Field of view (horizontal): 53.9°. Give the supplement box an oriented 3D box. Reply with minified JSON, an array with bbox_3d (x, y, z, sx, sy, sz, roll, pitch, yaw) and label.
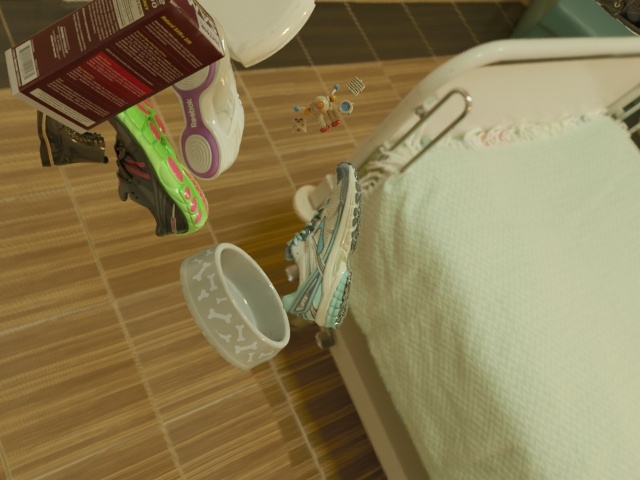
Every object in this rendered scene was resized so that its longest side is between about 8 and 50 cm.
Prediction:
[{"bbox_3d":[-0.261,-0.239,0.809,0.130,0.239,0.073,35,34,-66],"label":"supplement box"}]

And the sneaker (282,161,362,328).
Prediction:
[{"bbox_3d":[0.000,0.000,1.061,0.122,0.110,0.282,9,83,8],"label":"sneaker"}]

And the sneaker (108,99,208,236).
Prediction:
[{"bbox_3d":[-0.500,-0.212,1.733,0.482,0.202,0.185,63,13,-14],"label":"sneaker"}]

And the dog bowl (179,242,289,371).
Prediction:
[{"bbox_3d":[-0.204,0.158,1.600,0.348,0.102,0.348,54,14,-19],"label":"dog bowl"}]

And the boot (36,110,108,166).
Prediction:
[{"bbox_3d":[-0.516,-0.234,1.315,0.137,0.198,0.076,-3,59,-20],"label":"boot"}]

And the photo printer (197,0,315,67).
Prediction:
[{"bbox_3d":[-0.185,-0.597,1.534,0.256,0.107,0.307,-41,88,2],"label":"photo printer"}]

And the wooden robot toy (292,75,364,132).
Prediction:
[{"bbox_3d":[0.013,-0.262,1.249,0.076,0.173,0.079,62,8,-5],"label":"wooden robot toy"}]

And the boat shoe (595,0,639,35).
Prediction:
[{"bbox_3d":[0.473,-0.383,0.983,0.229,0.080,0.076,30,28,-28],"label":"boat shoe"}]

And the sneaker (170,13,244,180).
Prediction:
[{"bbox_3d":[-0.214,-0.277,1.219,0.114,0.305,0.152,8,19,18],"label":"sneaker"}]
